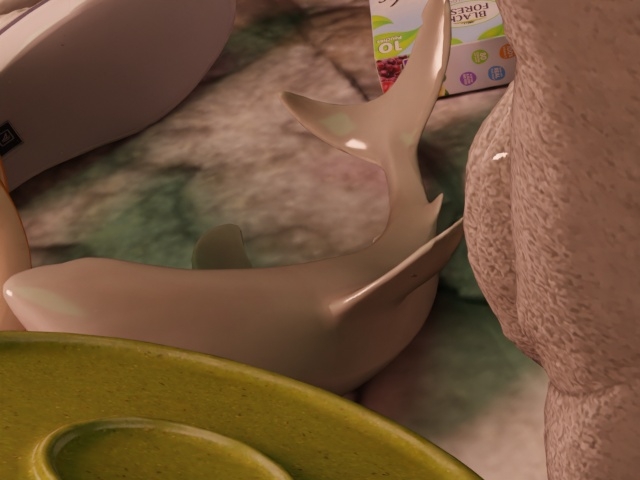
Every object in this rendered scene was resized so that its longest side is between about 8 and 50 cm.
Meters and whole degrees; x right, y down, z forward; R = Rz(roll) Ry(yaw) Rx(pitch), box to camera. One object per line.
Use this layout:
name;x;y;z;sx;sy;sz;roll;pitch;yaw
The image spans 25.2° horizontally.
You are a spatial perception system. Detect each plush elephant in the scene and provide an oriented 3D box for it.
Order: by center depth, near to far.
plush elephant;0.190;0.024;0.439;0.272;0.330;0.255;20;33;23

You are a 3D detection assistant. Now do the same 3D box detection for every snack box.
snack box;0.077;-0.137;0.773;0.100;0.037;0.141;-11;44;9

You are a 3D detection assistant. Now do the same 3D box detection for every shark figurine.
shark figurine;0.023;0.002;0.589;0.166;0.116;0.278;46;39;0

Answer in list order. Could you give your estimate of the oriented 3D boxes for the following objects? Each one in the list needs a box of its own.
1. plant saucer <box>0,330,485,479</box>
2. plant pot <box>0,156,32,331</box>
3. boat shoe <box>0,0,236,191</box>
plant saucer;-0.039;0.072;0.348;0.241;0.037;0.241;14;14;-3
plant pot;-0.205;0.005;0.568;0.205;0.205;0.188;-39;27;-20
boat shoe;-0.172;-0.078;0.763;0.267;0.096;0.088;-38;51;-8
